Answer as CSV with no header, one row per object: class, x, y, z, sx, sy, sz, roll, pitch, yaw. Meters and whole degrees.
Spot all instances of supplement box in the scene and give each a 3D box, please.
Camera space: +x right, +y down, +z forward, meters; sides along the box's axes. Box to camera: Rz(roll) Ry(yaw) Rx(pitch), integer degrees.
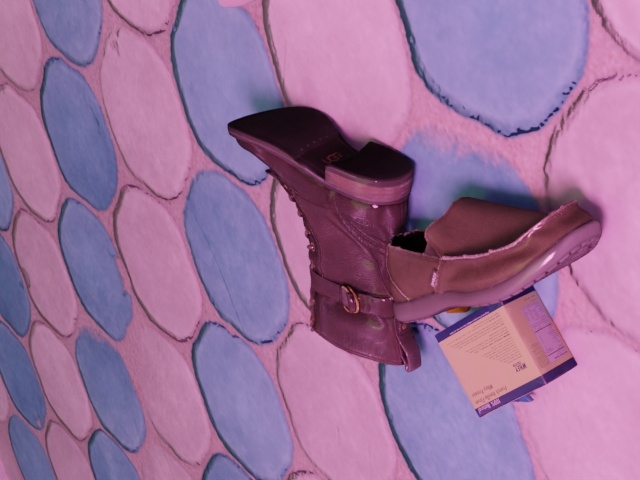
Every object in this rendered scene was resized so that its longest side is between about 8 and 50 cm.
supplement box,0.162,0.096,1.058,0.083,0.056,0.083,-37,78,41

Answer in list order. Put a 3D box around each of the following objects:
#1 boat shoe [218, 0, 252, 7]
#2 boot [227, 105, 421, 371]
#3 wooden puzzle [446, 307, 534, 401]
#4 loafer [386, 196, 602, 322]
boat shoe,-0.066,-0.305,1.163,0.184,0.066,0.063,114,139,-53
boot,0.000,0.000,1.225,0.263,0.091,0.229,30,132,41
wooden puzzle,0.157,0.099,1.127,0.116,0.014,0.078,66,152,3
loafer,0.129,0.007,1.026,0.251,0.094,0.087,-24,91,54
